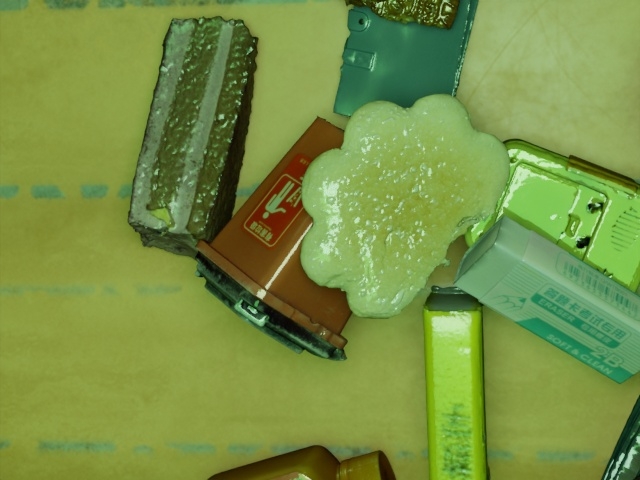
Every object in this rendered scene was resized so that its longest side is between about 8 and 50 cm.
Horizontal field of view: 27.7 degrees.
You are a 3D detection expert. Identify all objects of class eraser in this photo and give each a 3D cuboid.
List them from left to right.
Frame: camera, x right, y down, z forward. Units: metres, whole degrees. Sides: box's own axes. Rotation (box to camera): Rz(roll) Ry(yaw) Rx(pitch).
[{"bbox_3d":[0.154,0.172,1.461,0.069,0.158,0.226,-2,96,6],"label":"eraser"},{"bbox_3d":[0.264,0.066,1.398,0.225,0.052,0.095,30,141,-8],"label":"eraser"}]

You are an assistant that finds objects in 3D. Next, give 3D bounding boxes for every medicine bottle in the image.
[{"bbox_3d":[-0.020,0.325,1.524,0.222,0.112,0.149,-18,93,10],"label":"medicine bottle"}]

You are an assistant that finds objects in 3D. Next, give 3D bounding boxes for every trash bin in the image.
[{"bbox_3d":[0.000,0.000,1.461,0.184,0.161,0.239,37,88,-41],"label":"trash bin"}]

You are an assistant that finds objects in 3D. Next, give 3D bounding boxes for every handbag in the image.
[{"bbox_3d":[0.099,-0.240,1.485,0.144,0.057,0.221,12,99,14],"label":"handbag"}]

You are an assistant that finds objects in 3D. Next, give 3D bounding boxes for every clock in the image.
[{"bbox_3d":[0.272,-0.023,1.456,0.202,0.096,0.143,22,96,5],"label":"clock"}]

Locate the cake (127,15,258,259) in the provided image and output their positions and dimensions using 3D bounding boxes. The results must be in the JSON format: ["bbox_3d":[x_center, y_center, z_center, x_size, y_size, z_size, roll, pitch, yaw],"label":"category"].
[{"bbox_3d":[-0.148,-0.117,1.510,0.115,0.113,0.295,9,92,7],"label":"cake"}]

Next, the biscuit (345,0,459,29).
[{"bbox_3d":[0.069,-0.315,1.452,0.206,0.025,0.126,22,99,20],"label":"biscuit"}]

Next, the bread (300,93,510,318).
[{"bbox_3d":[0.079,-0.047,1.367,0.182,0.039,0.251,44,81,-13],"label":"bread"}]

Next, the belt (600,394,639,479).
[{"bbox_3d":[0.400,0.241,1.359,0.173,0.300,0.437,28,96,3],"label":"belt"}]
